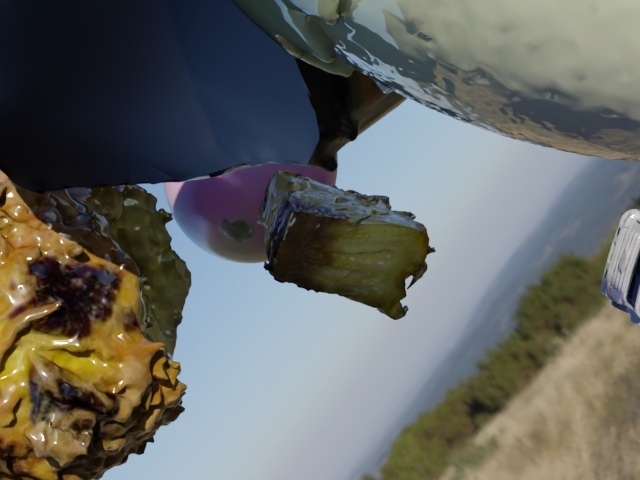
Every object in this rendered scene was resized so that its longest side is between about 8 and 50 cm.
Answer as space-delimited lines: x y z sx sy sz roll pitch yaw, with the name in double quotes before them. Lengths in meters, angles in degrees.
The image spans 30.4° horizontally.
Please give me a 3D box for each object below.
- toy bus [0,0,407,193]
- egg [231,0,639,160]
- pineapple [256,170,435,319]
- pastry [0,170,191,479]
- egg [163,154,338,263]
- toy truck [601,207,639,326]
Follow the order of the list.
"toy bus" -0.079 -0.137 0.672 0.162 0.171 0.386 -42 24 -29
"egg" 0.069 -0.172 0.372 0.278 0.336 0.278 -25 -18 -9
"pineapple" 0.000 0.000 0.791 0.116 0.137 0.069 -7 -64 -55
"pastry" -0.290 0.062 1.005 0.337 0.292 0.405 -14 20 0
"egg" -0.079 -0.093 1.305 0.196 0.196 0.271 -56 28 24
"toy truck" 0.358 0.039 0.988 0.116 0.216 0.110 -116 39 -74
